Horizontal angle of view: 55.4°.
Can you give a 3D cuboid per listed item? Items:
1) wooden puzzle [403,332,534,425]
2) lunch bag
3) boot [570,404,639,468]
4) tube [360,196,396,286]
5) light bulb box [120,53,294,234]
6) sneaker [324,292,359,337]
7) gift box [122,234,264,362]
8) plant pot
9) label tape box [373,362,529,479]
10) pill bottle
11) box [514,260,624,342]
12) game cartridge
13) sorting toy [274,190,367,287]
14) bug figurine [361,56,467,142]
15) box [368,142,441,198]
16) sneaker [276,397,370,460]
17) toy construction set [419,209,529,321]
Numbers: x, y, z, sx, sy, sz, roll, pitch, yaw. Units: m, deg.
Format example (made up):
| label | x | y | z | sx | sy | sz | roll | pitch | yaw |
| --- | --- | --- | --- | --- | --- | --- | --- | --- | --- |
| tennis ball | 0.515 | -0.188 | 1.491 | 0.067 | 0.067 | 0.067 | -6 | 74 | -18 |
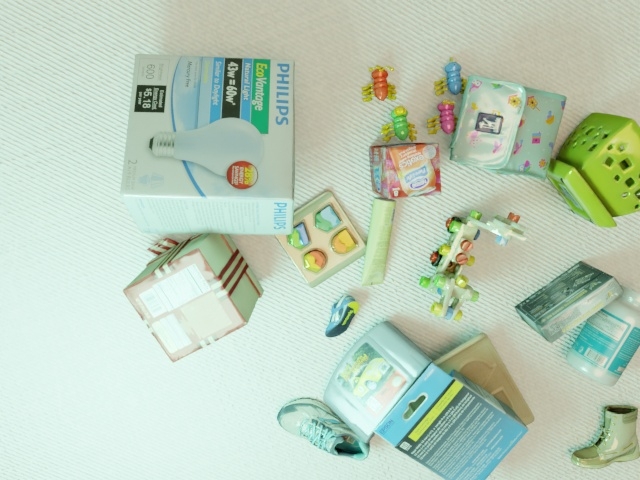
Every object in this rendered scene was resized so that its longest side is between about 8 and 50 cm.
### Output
| label | x | y | z | sx | sy | sz | roll | pitch | yaw |
| --- | --- | --- | --- | --- | --- | --- | --- | --- | --- |
| wooden puzzle | 0.397 | 0.461 | 1.741 | 0.322 | 0.080 | 0.348 | -31 | 107 | 3 |
| lunch bag | 0.453 | -0.279 | 1.518 | 0.262 | 0.160 | 0.223 | 8 | 101 | -25 |
| boot | 0.837 | 0.575 | 1.794 | 0.213 | 0.077 | 0.165 | -8 | 103 | -8 |
| tube | 0.153 | 0.006 | 1.629 | 0.070 | 0.062 | 0.240 | 6 | 101 | -4 |
| light bulb box | -0.239 | -0.213 | 1.403 | 0.361 | 0.225 | 0.358 | 0 | 71 | -4 |
| sneaker | 0.054 | 0.207 | 1.674 | 0.053 | 0.059 | 0.144 | 13 | 120 | -38 |
| gift box | -0.325 | 0.117 | 1.521 | 0.276 | 0.258 | 0.255 | -23 | 104 | 11 |
| plant pot | 0.719 | -0.172 | 1.556 | 0.207 | 0.227 | 0.228 | -39 | 102 | 10 |
| label tape box | 0.342 | 0.490 | 1.645 | 0.348 | 0.115 | 0.249 | 36 | 99 | -12 |
| pill bottle | 0.810 | 0.258 | 1.689 | 0.146 | 0.146 | 0.264 | 26 | 99 | -9 |
| box | 0.662 | 0.160 | 1.639 | 0.231 | 0.183 | 0.056 | -37 | 102 | 3 |
| game cartridge | 0.144 | 0.376 | 1.664 | 0.196 | 0.060 | 0.294 | 40 | 100 | 28 |
| sorting toy | 0.000 | 0.000 | 1.629 | 0.193 | 0.038 | 0.208 | -33 | 102 | 3 |
| bug figurine | 0.251 | -0.356 | 1.533 | 0.279 | 0.072 | 0.216 | -6 | 77 | -4 |
| box | 0.201 | -0.175 | 1.495 | 0.128 | 0.257 | 0.122 | -5 | 99 | -4 |
| sneaker | 0.016 | 0.532 | 1.700 | 0.283 | 0.122 | 0.110 | 20 | 99 | -8 |
| toy construction set | 0.377 | 0.044 | 1.576 | 0.151 | 0.215 | 0.327 | 37 | 97 | -11 |
